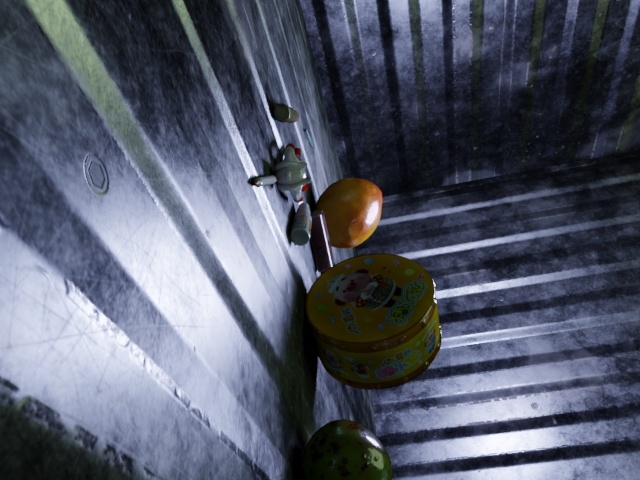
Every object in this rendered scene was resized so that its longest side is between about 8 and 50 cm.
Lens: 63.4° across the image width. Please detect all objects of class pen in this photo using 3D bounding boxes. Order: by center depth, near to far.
[{"bbox_3d":[-0.141,-0.149,1.307,0.218,0.026,0.026,-57,136,-79],"label":"pen"}]

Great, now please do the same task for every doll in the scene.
[{"bbox_3d":[-0.081,-0.208,1.608,0.384,0.098,0.189,-93,171,-81],"label":"doll"}]

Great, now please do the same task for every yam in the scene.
[{"bbox_3d":[-0.112,-0.428,1.756,0.274,0.061,0.061,-68,147,-78],"label":"yam"}]

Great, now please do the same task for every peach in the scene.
[{"bbox_3d":[0.125,-0.123,2.212,0.289,0.307,0.289,58,14,-23],"label":"peach"}]

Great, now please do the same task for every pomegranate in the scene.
[{"bbox_3d":[0.053,0.553,1.181,0.286,0.230,0.231,-64,145,-59],"label":"pomegranate"}]

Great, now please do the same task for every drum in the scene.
[{"bbox_3d":[0.169,0.247,1.644,0.431,0.430,0.214,-89,167,-55],"label":"drum"}]

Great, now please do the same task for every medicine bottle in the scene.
[{"bbox_3d":[-0.061,-0.047,1.675,0.221,0.061,0.092,-86,-171,-61],"label":"medicine bottle"}]

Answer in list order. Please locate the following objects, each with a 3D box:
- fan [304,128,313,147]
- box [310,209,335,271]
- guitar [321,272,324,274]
[{"bbox_3d":[-0.053,-0.482,2.423,0.193,0.016,0.038,44,39,-78],"label":"fan"},{"bbox_3d":[0.000,0.000,2.008,0.120,0.068,0.224,-64,142,-77],"label":"box"},{"bbox_3d":[0.023,0.151,2.073,0.271,0.038,0.084,2,78,-85],"label":"guitar"}]
